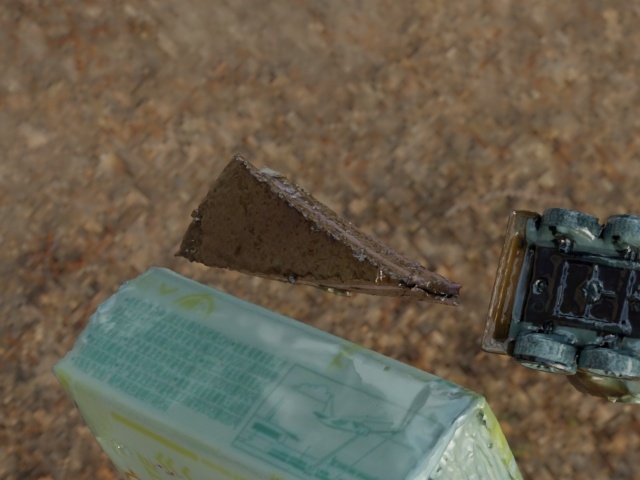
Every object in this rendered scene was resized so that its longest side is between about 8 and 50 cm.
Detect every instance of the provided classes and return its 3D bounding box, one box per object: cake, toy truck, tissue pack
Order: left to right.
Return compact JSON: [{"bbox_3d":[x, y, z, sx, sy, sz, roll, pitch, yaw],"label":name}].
[{"bbox_3d":[-0.005,0.200,1.365,0.162,0.388,0.287,-47,133,-24],"label":"tissue pack"},{"bbox_3d":[0.000,0.000,1.517,0.116,0.295,0.113,13,94,-45],"label":"cake"},{"bbox_3d":[0.303,0.066,1.360,0.162,0.305,0.136,28,73,-60],"label":"toy truck"}]

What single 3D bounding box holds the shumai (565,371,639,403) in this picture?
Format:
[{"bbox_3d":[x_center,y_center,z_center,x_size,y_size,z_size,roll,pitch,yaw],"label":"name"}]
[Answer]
[{"bbox_3d":[0.397,0.091,1.781,0.263,0.304,0.309,2,70,-22],"label":"shumai"}]
